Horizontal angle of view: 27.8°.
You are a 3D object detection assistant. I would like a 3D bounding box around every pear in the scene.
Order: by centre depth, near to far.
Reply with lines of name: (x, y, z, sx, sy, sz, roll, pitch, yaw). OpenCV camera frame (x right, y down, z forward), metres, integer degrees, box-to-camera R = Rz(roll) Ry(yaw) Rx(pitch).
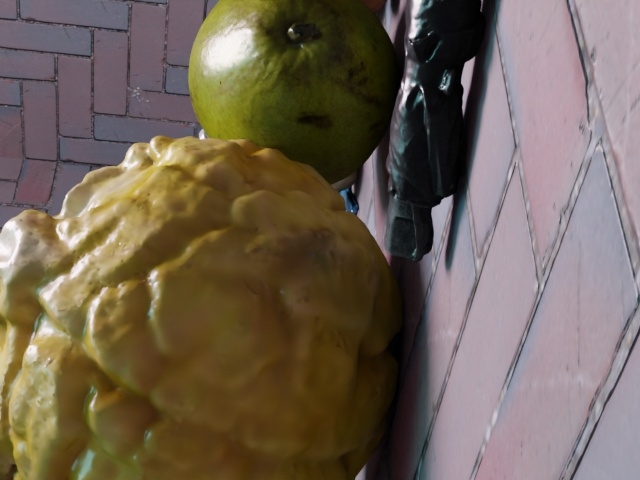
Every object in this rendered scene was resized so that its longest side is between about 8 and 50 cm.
pear: (-0.026, -0.157, 1.264, 0.269, 0.212, 0.212, 87, -173, -81)

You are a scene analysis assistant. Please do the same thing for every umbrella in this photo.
umbrella: (0.079, -0.096, 0.911, 0.066, 0.059, 0.235, -49, -33, -61)

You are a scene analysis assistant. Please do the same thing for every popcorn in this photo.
popcorn: (-0.108, 0.102, 1.130, 0.354, 0.344, 0.390, -33, 68, 33)

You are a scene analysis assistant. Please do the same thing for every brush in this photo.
brush: (0.033, -0.052, 1.572, 0.164, 0.014, 0.051, -108, 23, -74)

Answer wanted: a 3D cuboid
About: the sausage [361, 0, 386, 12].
sausage: (0.048, -0.379, 1.335, 0.086, 0.086, 0.289, -129, 43, -82)

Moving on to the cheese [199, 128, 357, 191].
cheese: (-0.050, -0.138, 1.512, 0.071, 0.249, 0.163, -39, 55, 37)
